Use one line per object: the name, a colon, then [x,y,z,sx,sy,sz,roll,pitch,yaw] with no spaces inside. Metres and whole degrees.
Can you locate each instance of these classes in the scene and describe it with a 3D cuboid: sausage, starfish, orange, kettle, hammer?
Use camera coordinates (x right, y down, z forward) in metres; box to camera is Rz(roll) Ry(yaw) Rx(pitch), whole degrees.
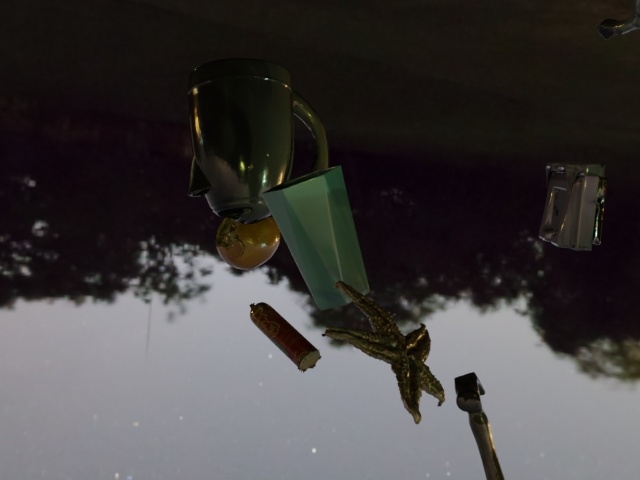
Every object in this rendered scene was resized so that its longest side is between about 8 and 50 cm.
sausage: [-0.110,0.249,2.038,0.083,0.083,0.264,-3,-146,-49]
starfish: [0.105,0.148,1.103,0.231,0.048,0.295,40,-157,-1]
orange: [-0.170,-0.009,1.735,0.134,0.154,0.155,49,169,-23]
kettle: [-0.129,-0.193,1.623,0.321,0.324,0.228,2,170,-25]
hammer: [0.300,0.435,1.260,0.044,0.439,0.168,-16,-178,12]

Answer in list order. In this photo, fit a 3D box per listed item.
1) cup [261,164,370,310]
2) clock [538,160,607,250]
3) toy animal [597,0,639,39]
cup: [0.000,0.000,1.341,0.148,0.235,0.134,-17,-172,2]
clock: [0.556,-0.083,1.675,0.084,0.186,0.253,3,-173,1]
toy animal: [0.280,-0.262,0.659,0.217,0.073,0.176,47,175,-5]
